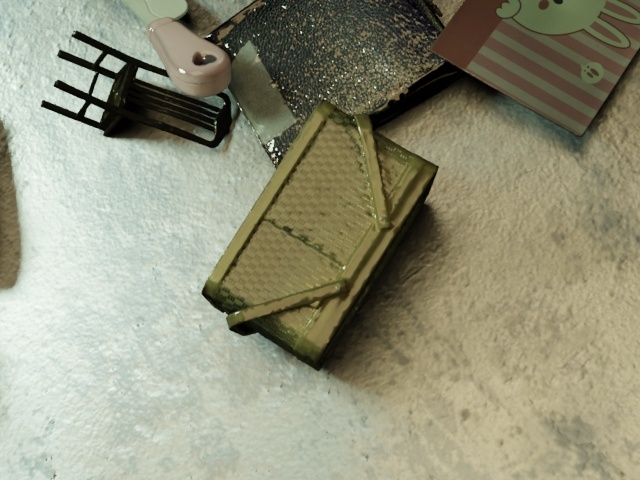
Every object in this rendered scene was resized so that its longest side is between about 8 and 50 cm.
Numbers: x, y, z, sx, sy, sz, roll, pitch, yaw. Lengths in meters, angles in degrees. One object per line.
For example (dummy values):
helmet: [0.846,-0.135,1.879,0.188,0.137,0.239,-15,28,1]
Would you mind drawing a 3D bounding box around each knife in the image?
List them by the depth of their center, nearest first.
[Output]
knife: [-0.198,-0.282,1.385,0.081,0.043,0.336,-21,49,-21]

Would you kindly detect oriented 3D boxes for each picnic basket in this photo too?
picnic basket: [0.000,0.000,1.192,0.139,0.165,0.266,31,81,6]

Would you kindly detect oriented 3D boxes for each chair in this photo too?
chair: [-0.220,-0.168,1.370,0.212,0.101,0.084,21,74,-20]

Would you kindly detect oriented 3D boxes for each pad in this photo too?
pad: [0.286,-0.279,1.293,0.202,0.005,0.299,33,72,13]

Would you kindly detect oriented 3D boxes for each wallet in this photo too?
wallet: [0.016,-0.224,1.342,0.262,0.071,0.221,-32,72,3]
